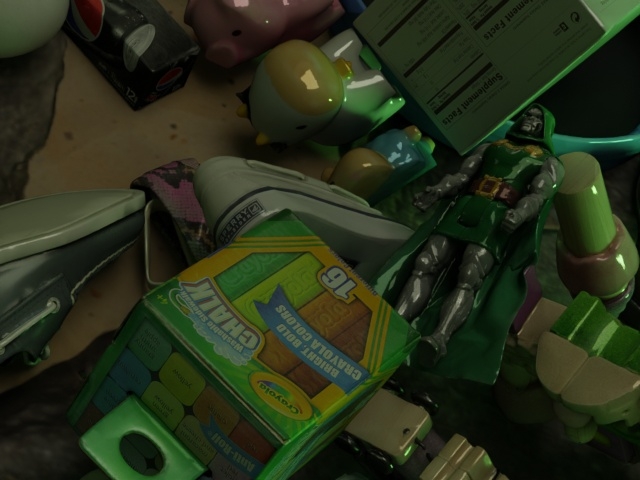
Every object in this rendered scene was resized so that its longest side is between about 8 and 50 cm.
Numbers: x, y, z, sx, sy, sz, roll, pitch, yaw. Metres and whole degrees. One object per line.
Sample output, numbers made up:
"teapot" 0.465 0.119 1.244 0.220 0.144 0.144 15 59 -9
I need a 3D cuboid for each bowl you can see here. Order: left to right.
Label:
"bowl" 0.177 -0.224 1.671 0.391 0.077 0.391 13 51 -17

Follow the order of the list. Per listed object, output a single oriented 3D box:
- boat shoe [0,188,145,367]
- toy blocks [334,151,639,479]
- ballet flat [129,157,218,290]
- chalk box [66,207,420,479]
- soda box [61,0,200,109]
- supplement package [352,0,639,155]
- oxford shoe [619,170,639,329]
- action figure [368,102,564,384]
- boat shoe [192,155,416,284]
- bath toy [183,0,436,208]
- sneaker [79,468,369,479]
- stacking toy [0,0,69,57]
"boat shoe" -0.239 0.049 1.280 0.319 0.116 0.099 -32 117 -46
"toy blocks" 0.229 0.149 1.350 0.289 0.260 0.309 26 65 34
"ballet flat" -0.089 0.033 1.365 0.079 0.077 0.221 -18 59 -14
"chalk box" -0.063 0.096 1.161 0.132 0.132 0.213 44 39 9
"soda box" -0.178 -0.191 1.492 0.060 0.053 0.169 -32 73 -38
"supplement package" 0.195 -0.224 1.480 0.145 0.204 0.262 51 50 2
"oxford shoe" 0.322 -0.026 1.580 0.083 0.096 0.227 24 48 -5
"action figure" 0.113 -0.009 1.309 0.137 0.063 0.232 16 58 29
"boat shoe" 0.000 0.000 1.360 0.267 0.096 0.088 16 31 -51
"bath toy" -0.046 -0.174 1.504 0.348 0.129 0.151 59 10 19
"sneaker" -0.038 0.204 1.255 0.256 0.094 0.151 23 28 7
"stacking toy" -0.403 -0.258 1.334 0.480 0.350 0.350 26 46 -32
